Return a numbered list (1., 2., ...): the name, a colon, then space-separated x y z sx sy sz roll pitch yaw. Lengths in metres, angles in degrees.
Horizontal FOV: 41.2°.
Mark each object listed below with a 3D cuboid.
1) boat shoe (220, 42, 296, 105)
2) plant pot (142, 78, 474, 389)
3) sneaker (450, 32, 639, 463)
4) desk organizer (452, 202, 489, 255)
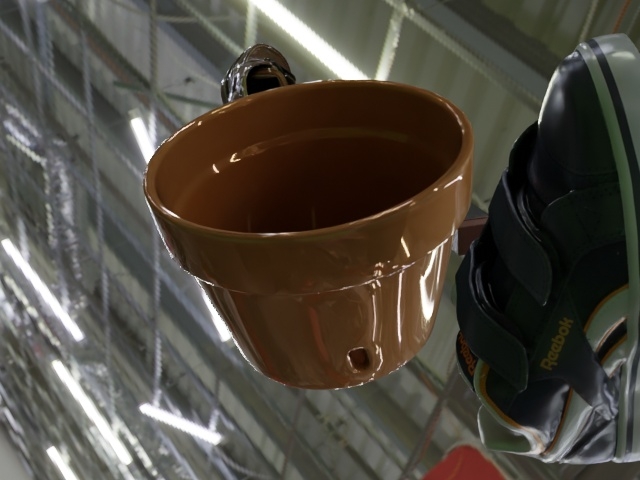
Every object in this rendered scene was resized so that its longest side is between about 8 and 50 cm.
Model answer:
1. boat shoe: -0.069 -0.182 1.115 0.111 0.307 0.104 24 -51 -19
2. plant pot: 0.000 0.000 0.797 0.291 0.291 0.203 28 -43 43
3. sneaker: 0.146 0.032 0.542 0.126 0.127 0.321 -88 168 -55
4. desk organizer: 0.186 -0.024 1.156 0.130 0.047 0.050 -123 -153 -71
